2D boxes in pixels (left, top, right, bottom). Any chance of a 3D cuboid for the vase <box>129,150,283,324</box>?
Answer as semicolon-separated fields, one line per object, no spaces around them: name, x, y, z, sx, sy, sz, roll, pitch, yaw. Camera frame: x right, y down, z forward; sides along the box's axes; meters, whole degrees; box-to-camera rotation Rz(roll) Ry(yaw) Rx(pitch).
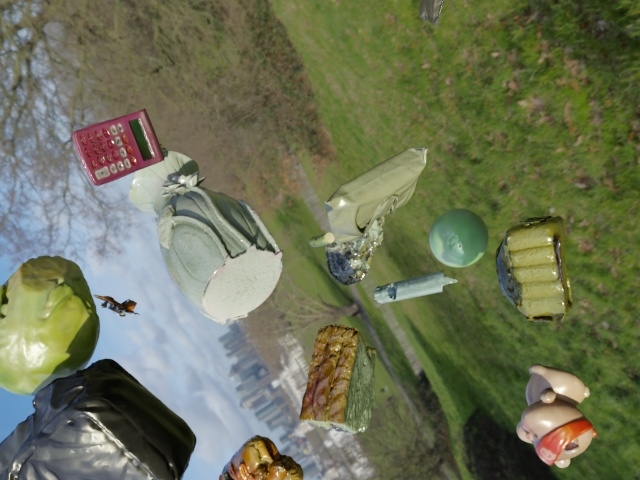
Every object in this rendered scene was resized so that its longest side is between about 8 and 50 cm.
vase;-0.276;-0.027;1.242;0.445;0.249;0.250;45;162;38

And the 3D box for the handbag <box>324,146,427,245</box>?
handbag;0.150;-0.114;1.511;0.109;0.315;0.253;52;165;20

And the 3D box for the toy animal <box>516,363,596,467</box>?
toy animal;0.512;0.386;1.191;0.171;0.171;0.198;74;-155;-50

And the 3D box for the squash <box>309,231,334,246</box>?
squash;0.000;0.000;1.264;0.083;0.027;0.028;-18;103;58

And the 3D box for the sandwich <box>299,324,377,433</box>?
sandwich;0.070;0.403;1.538;0.131;0.263;0.325;4;158;21

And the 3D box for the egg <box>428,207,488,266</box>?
egg;0.516;-0.008;2.049;0.221;0.220;0.269;60;-151;-4

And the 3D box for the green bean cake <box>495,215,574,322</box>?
green bean cake;0.662;0.083;1.689;0.285;0.201;0.310;-7;-90;-60

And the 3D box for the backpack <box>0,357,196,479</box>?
backpack;-0.505;0.470;1.153;0.363;0.445;0.255;53;-170;-18

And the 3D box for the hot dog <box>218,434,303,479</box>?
hot dog;-0.156;0.563;1.269;0.158;0.117;0.349;38;141;2

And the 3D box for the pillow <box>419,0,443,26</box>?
pillow;0.280;-0.607;1.363;0.218;0.033;0.130;-98;17;-66

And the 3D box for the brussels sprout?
brussels sprout;-0.702;0.215;1.354;0.343;0.268;0.345;3;94;45

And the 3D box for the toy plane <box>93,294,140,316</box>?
toy plane;-0.712;0.225;1.880;0.135;0.062;0.188;14;175;32

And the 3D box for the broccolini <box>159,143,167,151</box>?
broccolini;-0.486;-0.201;2.019;0.392;0.074;0.079;48;130;2

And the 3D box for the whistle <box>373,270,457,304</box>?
whistle;0.278;0.142;1.642;0.312;0.062;0.062;-22;99;54

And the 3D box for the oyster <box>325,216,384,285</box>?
oyster;0.126;-0.019;1.825;0.351;0.162;0.158;-66;25;23

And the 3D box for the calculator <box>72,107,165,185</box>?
calculator;-0.442;-0.207;1.204;0.034;0.190;0.127;4;117;44
